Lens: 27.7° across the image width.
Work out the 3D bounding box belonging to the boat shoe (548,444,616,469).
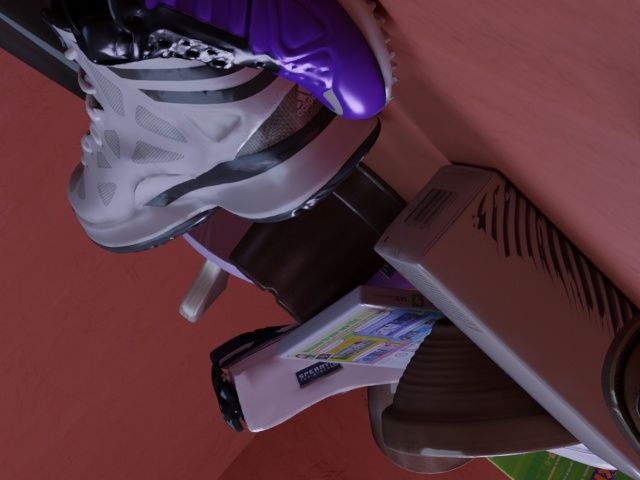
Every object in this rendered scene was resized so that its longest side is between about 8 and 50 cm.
[{"bbox_3d":[0.213,0.173,1.375,0.267,0.096,0.088,12,143,34],"label":"boat shoe"}]

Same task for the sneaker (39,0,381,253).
[{"bbox_3d":[-0.157,-0.140,1.172,0.257,0.169,0.447,50,150,-20],"label":"sneaker"}]

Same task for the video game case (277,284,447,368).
[{"bbox_3d":[0.083,0.094,1.341,0.193,0.023,0.212,7,159,-23],"label":"video game case"}]

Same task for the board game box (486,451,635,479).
[{"bbox_3d":[0.325,0.298,1.750,0.259,0.124,0.039,37,175,43],"label":"board game box"}]

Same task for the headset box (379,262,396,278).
[{"bbox_3d":[0.070,0.013,1.756,0.062,0.032,0.083,44,176,-30],"label":"headset box"}]

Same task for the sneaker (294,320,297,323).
[{"bbox_3d":[-0.015,0.006,1.831,0.103,0.111,0.252,94,156,-77],"label":"sneaker"}]

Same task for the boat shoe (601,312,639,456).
[{"bbox_3d":[0.295,0.133,0.714,0.307,0.110,0.104,33,174,-17],"label":"boat shoe"}]

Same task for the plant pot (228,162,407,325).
[{"bbox_3d":[0.000,0.000,1.403,0.167,0.165,0.167,40,175,4],"label":"plant pot"}]

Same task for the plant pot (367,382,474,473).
[{"bbox_3d":[0.161,0.222,2.071,0.215,0.215,0.230,38,162,36],"label":"plant pot"}]

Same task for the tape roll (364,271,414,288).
[{"bbox_3d":[0.113,0.098,1.901,0.189,0.080,0.189,40,175,4],"label":"tape roll"}]

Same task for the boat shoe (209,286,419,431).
[{"bbox_3d":[0.010,0.135,1.713,0.158,0.341,0.127,-148,42,-69],"label":"boat shoe"}]

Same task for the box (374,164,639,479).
[{"bbox_3d":[0.178,0.066,1.011,0.275,0.094,0.113,42,175,-17],"label":"box"}]

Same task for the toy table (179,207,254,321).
[{"bbox_3d":[-0.089,-0.016,1.649,0.274,0.252,0.161,47,161,17],"label":"toy table"}]

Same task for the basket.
[{"bbox_3d":[-0.234,-0.219,1.399,0.227,0.154,0.204,36,-173,17],"label":"basket"}]

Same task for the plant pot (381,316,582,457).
[{"bbox_3d":[0.169,0.121,1.199,0.237,0.237,0.109,179,83,-83],"label":"plant pot"}]

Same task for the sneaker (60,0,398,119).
[{"bbox_3d":[-0.079,-0.150,0.786,0.293,0.146,0.102,45,174,-34],"label":"sneaker"}]
